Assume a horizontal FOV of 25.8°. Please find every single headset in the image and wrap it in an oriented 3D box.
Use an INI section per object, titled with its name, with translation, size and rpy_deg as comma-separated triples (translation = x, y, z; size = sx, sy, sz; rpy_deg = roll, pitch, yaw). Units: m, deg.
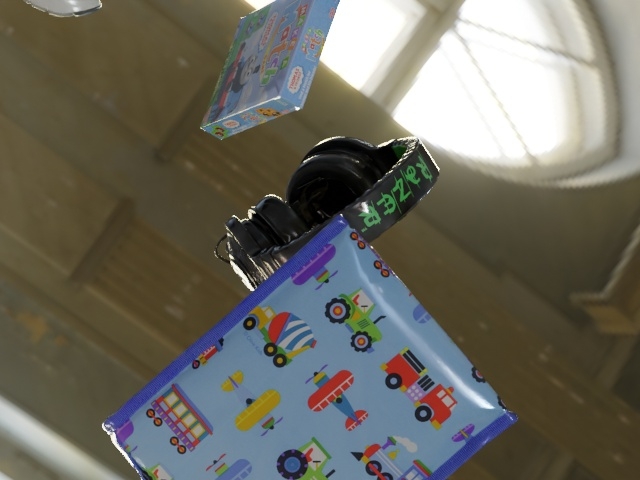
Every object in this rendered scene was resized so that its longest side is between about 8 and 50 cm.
[headset]
translation = 0.000, 0.000, 1.704
size = 0.243, 0.185, 0.394
rpy_deg = -42, -165, -31

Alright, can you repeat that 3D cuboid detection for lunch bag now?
[lunch bag]
translation = -0.024, 0.159, 1.173
size = 0.293, 0.221, 0.138
rpy_deg = -40, 178, -5

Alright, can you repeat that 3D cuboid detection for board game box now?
[board game box]
translation = -0.060, -0.215, 1.669
size = 0.211, 0.039, 0.160
rpy_deg = -11, -124, 59

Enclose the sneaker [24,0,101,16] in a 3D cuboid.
[sneaker]
translation = -0.409, -0.398, 1.827
size = 0.111, 0.297, 0.129
rpy_deg = -55, 165, -64
